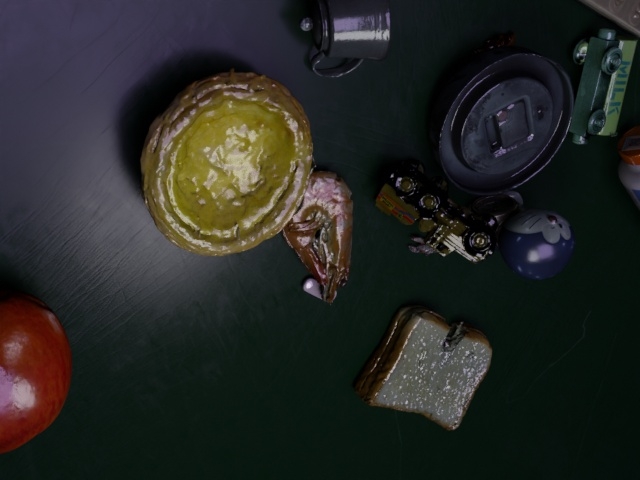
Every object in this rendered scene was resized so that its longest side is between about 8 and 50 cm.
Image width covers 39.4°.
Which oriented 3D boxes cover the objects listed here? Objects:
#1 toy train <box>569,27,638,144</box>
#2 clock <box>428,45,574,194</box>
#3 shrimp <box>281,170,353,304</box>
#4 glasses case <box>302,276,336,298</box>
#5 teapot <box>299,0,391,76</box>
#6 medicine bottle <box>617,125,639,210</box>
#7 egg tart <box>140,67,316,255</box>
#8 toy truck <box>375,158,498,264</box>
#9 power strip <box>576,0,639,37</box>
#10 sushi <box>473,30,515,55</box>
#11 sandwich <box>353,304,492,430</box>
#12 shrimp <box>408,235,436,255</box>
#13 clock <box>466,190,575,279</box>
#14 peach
[{"bbox_3d":[0.612,-0.333,1.934,0.157,0.105,0.253,-9,116,-37],"label":"toy train"},{"bbox_3d":[0.372,-0.245,1.841,0.318,0.066,0.319,-13,127,-17],"label":"clock"},{"bbox_3d":[0.000,0.000,1.808,0.154,0.062,0.294,-12,109,-11],"label":"shrimp"},{"bbox_3d":[-0.002,0.103,1.875,0.083,0.021,0.032,26,99,-32],"label":"glasses case"},{"bbox_3d":[0.034,-0.388,1.608,0.149,0.162,0.239,-10,146,-12],"label":"teapot"},{"bbox_3d":[0.789,-0.137,2.061,0.157,0.157,0.289,-45,123,-1],"label":"medicine bottle"},{"bbox_3d":[-0.172,-0.146,1.617,0.345,0.132,0.345,-10,117,-21],"label":"egg tart"},{"bbox_3d":[0.237,-0.046,1.806,0.257,0.127,0.127,34,112,3],"label":"toy truck"},{"bbox_3d":[0.618,-0.516,1.864,0.256,0.070,0.105,19,103,-32],"label":"power strip"},{"bbox_3d":[0.362,-0.393,1.811,0.099,0.050,0.047,-30,117,-25],"label":"sushi"},{"bbox_3d":[0.247,0.285,2.033,0.273,0.095,0.249,23,97,-30],"label":"sandwich"},{"bbox_3d":[0.226,0.015,1.942,0.092,0.029,0.038,19,112,-25],"label":"shrimp"},{"bbox_3d":[0.432,-0.015,1.898,0.199,0.243,0.147,-16,120,-21],"label":"clock"},{"bbox_3d":[-0.566,0.221,1.537,0.281,0.238,0.281,-2,104,-9],"label":"peach"}]
